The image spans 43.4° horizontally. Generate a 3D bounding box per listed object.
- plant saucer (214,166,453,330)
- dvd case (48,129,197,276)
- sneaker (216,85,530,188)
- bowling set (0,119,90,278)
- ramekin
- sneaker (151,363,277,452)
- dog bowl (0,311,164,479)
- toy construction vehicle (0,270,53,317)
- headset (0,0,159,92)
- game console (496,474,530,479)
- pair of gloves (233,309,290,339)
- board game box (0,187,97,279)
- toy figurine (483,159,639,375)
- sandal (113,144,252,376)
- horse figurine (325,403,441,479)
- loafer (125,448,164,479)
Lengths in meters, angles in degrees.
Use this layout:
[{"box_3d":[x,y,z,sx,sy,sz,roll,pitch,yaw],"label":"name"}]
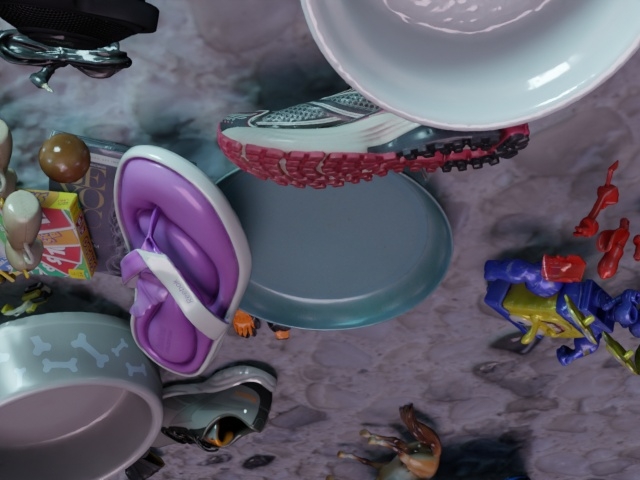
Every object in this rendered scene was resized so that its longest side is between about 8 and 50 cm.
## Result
[{"box_3d":[0.000,0.000,0.978,0.318,0.043,0.317,1,137,1],"label":"plant saucer"},{"box_3d":[-0.247,-0.030,0.979,0.164,0.018,0.221,13,136,-9],"label":"dvd case"},{"box_3d":[0.047,-0.120,0.792,0.299,0.112,0.121,-6,168,3],"label":"sneaker"},{"box_3d":[-0.344,-0.030,0.862,0.200,0.287,0.154,-12,157,-26],"label":"bowling set"},{"box_3d":[0.122,-0.237,0.627,0.277,0.135,0.277,1,129,2],"label":"ramekin"},{"box_3d":[-0.187,0.277,1.242,0.271,0.108,0.100,-25,132,29],"label":"sneaker"},{"box_3d":[-0.382,0.250,1.132,0.349,0.102,0.348,-18,142,-15],"label":"dog bowl"},{"box_3d":[-0.411,0.064,1.077,0.098,0.035,0.086,-19,133,22],"label":"toy construction vehicle"},{"box_3d":[-0.201,-0.245,0.599,0.185,0.243,0.394,7,157,-3],"label":"headset"},{"box_3d":[0.232,0.509,1.388,0.293,0.173,0.250,-13,98,11],"label":"game console"},{"box_3d":[-0.082,0.117,1.132,0.083,0.010,0.074,0,137,2],"label":"pair of gloves"},{"box_3d":[-0.412,-0.015,0.983,0.259,0.039,0.124,7,136,7],"label":"board game box"},{"box_3d":[0.318,0.065,0.999,0.362,0.191,0.217,33,160,-37],"label":"toy figurine"},{"box_3d":[-0.175,0.065,0.956,0.169,0.102,0.416,20,142,10],"label":"sandal"},{"box_3d":[0.127,0.373,1.355,0.174,0.066,0.263,19,135,-14],"label":"horse figurine"},{"box_3d":[-0.320,0.353,1.376,0.061,0.062,0.170,-21,140,-6],"label":"loafer"}]
